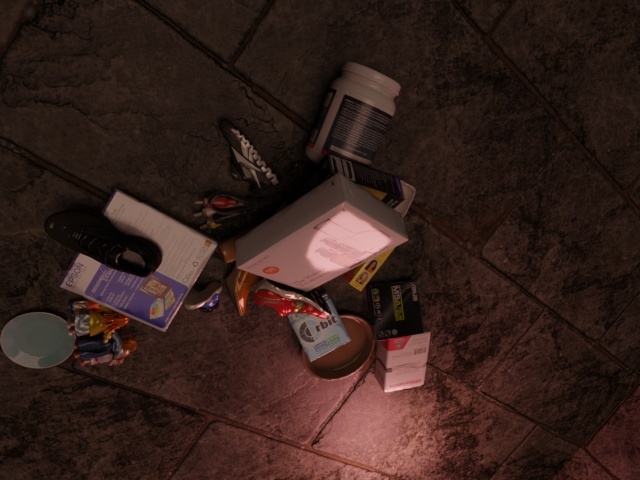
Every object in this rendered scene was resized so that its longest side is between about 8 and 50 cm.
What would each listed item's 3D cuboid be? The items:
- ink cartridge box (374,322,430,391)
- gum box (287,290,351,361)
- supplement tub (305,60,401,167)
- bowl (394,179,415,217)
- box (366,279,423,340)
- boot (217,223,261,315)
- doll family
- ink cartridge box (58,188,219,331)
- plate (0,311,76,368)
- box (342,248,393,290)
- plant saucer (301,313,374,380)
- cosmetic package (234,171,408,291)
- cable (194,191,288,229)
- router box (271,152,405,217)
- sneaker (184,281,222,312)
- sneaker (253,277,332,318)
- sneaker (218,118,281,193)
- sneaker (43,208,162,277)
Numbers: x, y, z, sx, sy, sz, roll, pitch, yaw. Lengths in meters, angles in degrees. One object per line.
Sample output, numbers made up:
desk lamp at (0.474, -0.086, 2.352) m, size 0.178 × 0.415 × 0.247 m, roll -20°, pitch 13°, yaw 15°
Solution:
ink cartridge box at (0.302, 0.428, 1.666) m, size 0.171 × 0.100 × 0.238 m, roll -5°, pitch 112°, yaw -17°
gum box at (-0.008, 0.285, 1.493) m, size 0.156 × 0.041 × 0.185 m, roll -26°, pitch 91°, yaw -6°
supplement tub at (0.088, -0.323, 1.226) m, size 0.191 × 0.191 × 0.273 m, roll 17°, pitch 106°, yaw -24°
bowl at (0.215, -0.133, 1.427) m, size 0.142 × 0.053 × 0.142 m, roll 18°, pitch 105°, yaw -25°
box at (0.260, 0.242, 1.560) m, size 0.183 × 0.045 × 0.191 m, roll -5°, pitch 84°, yaw -14°
boot at (-0.186, 0.085, 1.362) m, size 0.211 × 0.104 × 0.295 m, roll -22°, pitch 130°, yaw -24°
doll family at (-0.618, 0.277, 1.281) m, size 0.163 × 0.118 × 0.263 m, roll -6°, pitch 113°, yaw -16°
ink cartridge box at (-0.494, 0.058, 1.241) m, size 0.307 × 0.072 × 0.304 m, roll 32°, pitch 92°, yaw -21°
plate at (-0.801, 0.281, 1.276) m, size 0.187 × 0.024 × 0.188 m, roll -6°, pitch 113°, yaw -15°
box at (0.170, 0.048, 1.471) m, size 0.058 × 0.087 × 0.232 m, roll 33°, pitch 100°, yaw -25°
plant saucer at (0.061, 0.376, 1.597) m, size 0.277 × 0.041 × 0.278 m, roll -7°, pitch 114°, yaw -17°
cosmetic package at (0.000, 0.000, 1.201) m, size 0.377 × 0.098 × 0.284 m, roll -30°, pitch 142°, yaw 31°
cable at (-0.217, -0.108, 1.283) m, size 0.286 × 0.072 × 0.140 m, roll -17°, pitch 141°, yaw -20°
router box at (0.040, -0.089, 1.238) m, size 0.242 × 0.081 × 0.309 m, roll 11°, pitch 145°, yaw -31°
sneaker at (-0.349, 0.190, 1.333) m, size 0.058 × 0.152 × 0.085 m, roll 19°, pitch 115°, yaw 15°
sneaker at (-0.088, 0.191, 1.398) m, size 0.278 × 0.107 × 0.118 m, roll 27°, pitch 111°, yaw -31°
sneaker at (-0.215, -0.219, 1.232) m, size 0.106 × 0.078 × 0.234 m, roll -40°, pitch 120°, yaw -2°
sneaker at (-0.534, 0.009, 1.110) m, size 0.286 × 0.130 × 0.109 m, roll 23°, pitch 96°, yaw -21°
